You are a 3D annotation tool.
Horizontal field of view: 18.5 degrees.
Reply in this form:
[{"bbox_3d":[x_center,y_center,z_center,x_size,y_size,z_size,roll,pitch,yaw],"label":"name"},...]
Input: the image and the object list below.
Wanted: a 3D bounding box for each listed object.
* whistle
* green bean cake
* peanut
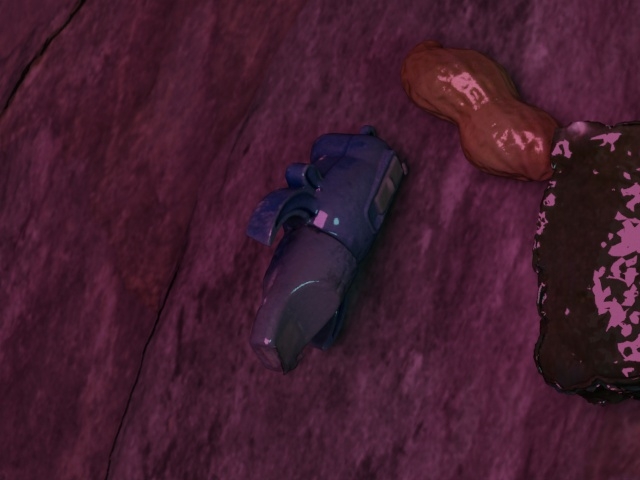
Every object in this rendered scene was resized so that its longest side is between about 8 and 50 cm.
[{"bbox_3d":[0.000,0.000,1.780,0.093,0.180,0.269,10,55,28],"label":"whistle"},{"bbox_3d":[0.310,0.021,1.650,0.255,0.132,0.241,-1,84,27],"label":"green bean cake"},{"bbox_3d":[0.146,-0.117,1.768,0.082,0.082,0.187,-49,68,13],"label":"peanut"}]
